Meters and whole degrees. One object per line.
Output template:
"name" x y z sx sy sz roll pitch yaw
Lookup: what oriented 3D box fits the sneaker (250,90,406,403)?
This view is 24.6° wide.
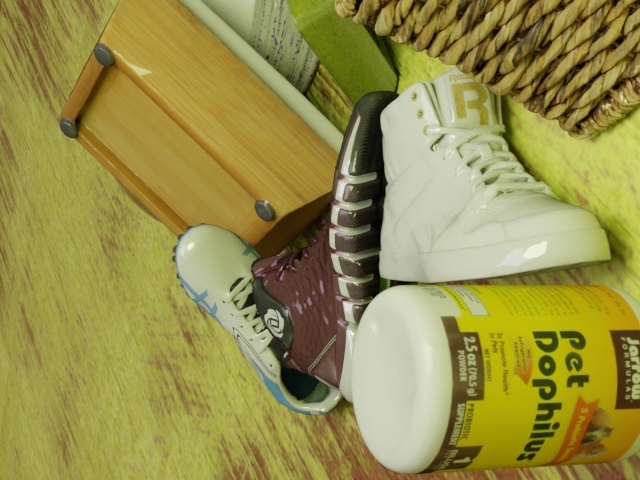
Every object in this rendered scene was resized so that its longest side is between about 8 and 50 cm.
"sneaker" 0.000 0.000 1.323 0.162 0.106 0.281 13 102 41

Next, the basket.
"basket" 0.179 -0.248 0.984 0.299 0.223 0.213 -51 15 56

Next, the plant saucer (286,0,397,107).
"plant saucer" 0.012 -0.220 1.337 0.188 0.045 0.188 48 -159 -54

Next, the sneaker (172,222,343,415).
"sneaker" -0.053 0.075 1.417 0.237 0.085 0.086 53 160 -25

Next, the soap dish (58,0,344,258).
"soap dish" -0.124 -0.106 1.472 0.291 0.118 0.229 44 149 -2

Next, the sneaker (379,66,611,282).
"sneaker" 0.116 -0.053 1.122 0.292 0.108 0.169 180 87 -67

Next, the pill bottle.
"pill bottle" 0.136 0.087 0.940 0.117 0.215 0.117 180 90 -66

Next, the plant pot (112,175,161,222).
"plant pot" -0.173 -0.130 1.667 0.032 0.236 0.236 -21 67 31

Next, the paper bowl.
"paper bowl" -0.106 -0.273 1.577 0.284 0.148 0.284 179 90 -65
